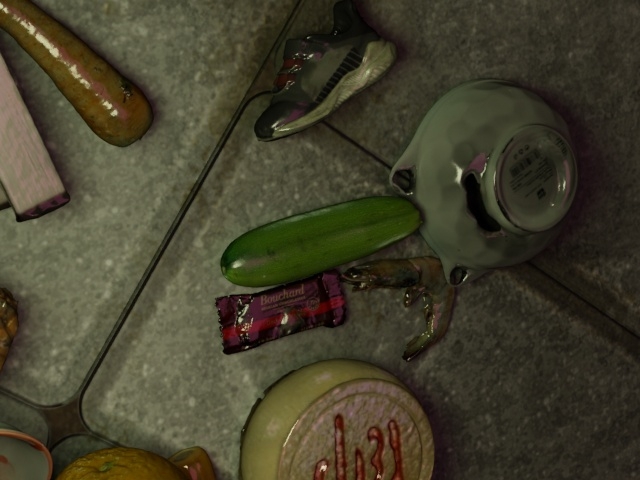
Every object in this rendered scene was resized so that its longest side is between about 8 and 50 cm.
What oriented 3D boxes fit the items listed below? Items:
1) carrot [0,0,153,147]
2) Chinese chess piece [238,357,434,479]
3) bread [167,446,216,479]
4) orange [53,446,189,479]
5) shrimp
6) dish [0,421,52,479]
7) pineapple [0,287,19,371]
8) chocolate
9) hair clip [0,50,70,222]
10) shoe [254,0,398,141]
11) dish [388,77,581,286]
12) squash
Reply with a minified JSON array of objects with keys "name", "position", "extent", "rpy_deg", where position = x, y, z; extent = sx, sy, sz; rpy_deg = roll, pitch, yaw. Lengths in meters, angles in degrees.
[{"name":"carrot","position":[-0.314,-0.223,1.562],"extent":[0.298,0.078,0.078],"rpy_deg":[43,79,-23]},{"name":"Chinese chess piece","position":[0.023,0.292,1.807],"extent":[0.270,0.112,0.270],"rpy_deg":[-6,103,-28]},{"name":"bread","position":[-0.163,0.323,1.748],"extent":[0.062,0.049,0.103],"rpy_deg":[-20,106,-23]},{"name":"orange","position":[-0.240,0.368,1.618],"extent":[0.236,0.236,0.236],"rpy_deg":[-5,102,-27]},{"name":"shrimp","position":[0.105,0.096,1.860],"extent":[0.195,0.035,0.148],"rpy_deg":[-1,102,-29]},{"name":"dish","position":[-0.444,0.266,1.534],"extent":[0.260,0.085,0.260],"rpy_deg":[-21,147,-14]},{"name":"pineapple","position":[-0.513,0.065,1.454],"extent":[0.364,0.165,0.166],"rpy_deg":[24,87,-28]},{"name":"chocolate","position":[-0.050,0.094,1.775],"extent":[0.182,0.028,0.086],"rpy_deg":[-11,101,-19]},{"name":"hair clip","position":[-0.385,-0.181,1.503],"extent":[0.085,0.101,0.331],"rpy_deg":[-25,112,-17]},{"name":"shoe","position":[-0.008,-0.217,1.712],"extent":[0.227,0.099,0.112],"rpy_deg":[-36,107,-22]},{"name":"dish","position":[0.258,-0.085,1.848],"extent":[0.303,0.120,0.303],"rpy_deg":[-3,96,-30]},{"name":"squash","position":[-0.002,0.000,1.756],"extent":[0.292,0.082,0.082],"rpy_deg":[-17,107,-26]}]
